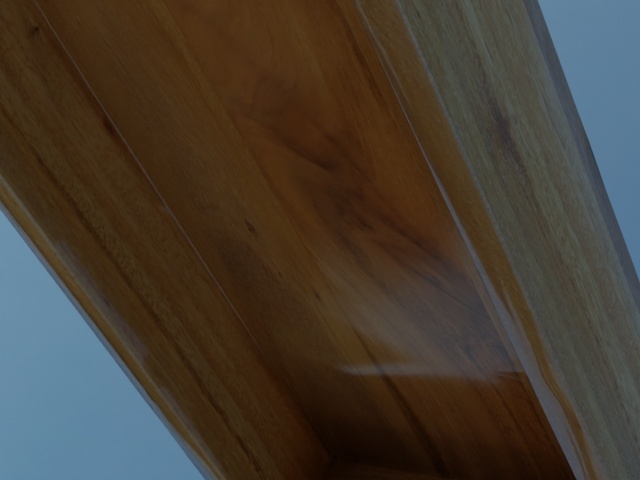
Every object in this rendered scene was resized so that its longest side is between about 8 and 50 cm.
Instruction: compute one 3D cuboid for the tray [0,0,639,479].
[{"bbox_3d":[0.000,0.000,0.557,0.202,0.411,0.076,5,-127,32],"label":"tray"}]
